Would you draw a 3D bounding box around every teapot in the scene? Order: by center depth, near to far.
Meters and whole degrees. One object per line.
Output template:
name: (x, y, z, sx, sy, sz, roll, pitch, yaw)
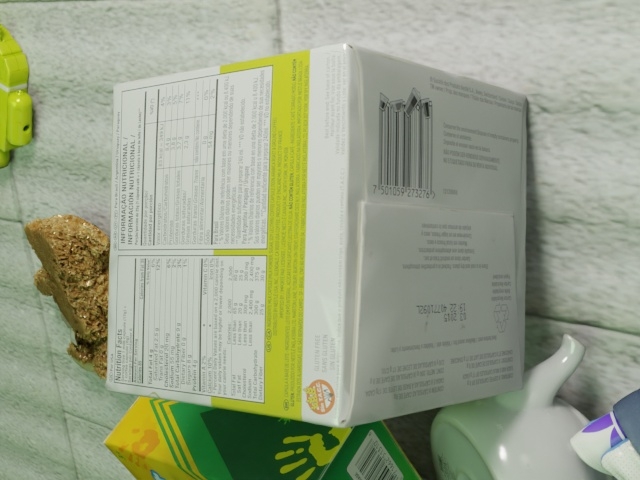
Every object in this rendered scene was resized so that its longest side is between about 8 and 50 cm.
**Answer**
teapot: (0.261, 0.280, 1.123, 0.256, 0.187, 0.252, 108, 141, -63)

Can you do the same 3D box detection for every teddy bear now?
teddy bear: (-0.391, 0.101, 1.620, 0.245, 0.113, 0.338, -5, 112, 51)

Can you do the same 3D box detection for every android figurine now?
android figurine: (-0.583, -0.267, 1.634, 0.248, 0.056, 0.272, 34, 129, 23)

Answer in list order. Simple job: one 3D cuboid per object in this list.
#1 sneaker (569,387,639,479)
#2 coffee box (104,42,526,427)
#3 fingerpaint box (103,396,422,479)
sneaker: (0.364, 0.152, 0.955, 0.236, 0.130, 0.322, -16, 106, 10)
coffee box: (0.000, 0.000, 1.029, 0.334, 0.338, 0.338, -1, 87, 40)
fingerpaint box: (-0.019, 0.381, 1.257, 0.371, 0.163, 0.444, 4, 136, 43)
